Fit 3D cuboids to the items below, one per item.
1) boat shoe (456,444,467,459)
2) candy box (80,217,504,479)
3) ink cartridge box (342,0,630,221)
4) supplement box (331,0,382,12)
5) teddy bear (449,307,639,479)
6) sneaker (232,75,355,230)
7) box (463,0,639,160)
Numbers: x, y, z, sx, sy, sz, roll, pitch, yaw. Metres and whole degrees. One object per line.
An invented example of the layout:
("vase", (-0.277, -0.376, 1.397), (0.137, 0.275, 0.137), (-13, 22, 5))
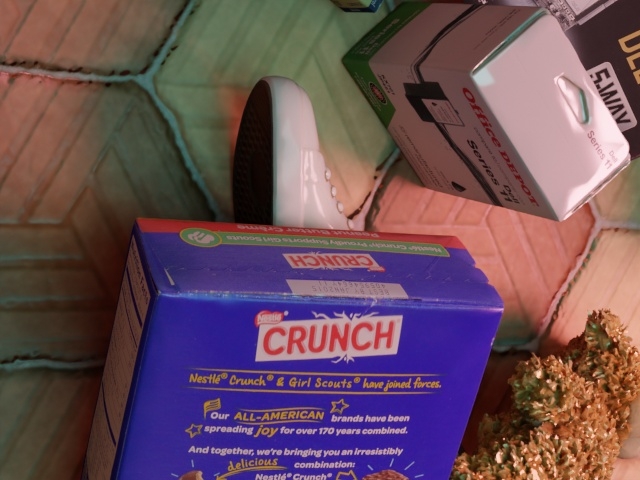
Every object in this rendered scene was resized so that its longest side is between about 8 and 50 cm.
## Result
("boat shoe", (0.114, 0.297, 1.339), (0.112, 0.095, 0.335), (-14, 104, 13))
("candy box", (-0.035, 0.149, 1.132), (0.268, 0.122, 0.317), (4, 119, -22))
("ink cartridge box", (0.131, -0.109, 1.200), (0.087, 0.208, 0.153), (-42, 114, -15))
("supplement box", (0.023, -0.242, 1.209), (0.083, 0.056, 0.083), (34, 83, -27))
("teddy bear", (0.203, 0.199, 1.268), (0.338, 0.113, 0.245), (-17, 104, -52))
("sneaker", (0.000, 0.000, 1.212), (0.123, 0.106, 0.290), (-10, 114, -18))
("box", (0.246, -0.225, 1.249), (0.242, 0.076, 0.307), (-23, 113, 14))
